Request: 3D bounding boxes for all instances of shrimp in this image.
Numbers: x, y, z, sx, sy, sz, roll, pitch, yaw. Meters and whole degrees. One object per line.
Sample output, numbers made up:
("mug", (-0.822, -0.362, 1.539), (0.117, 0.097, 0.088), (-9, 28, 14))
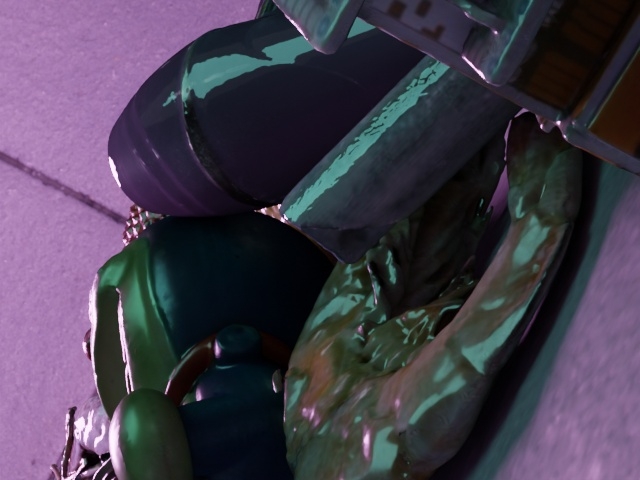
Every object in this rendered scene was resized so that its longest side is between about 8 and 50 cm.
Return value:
("shrimp", (-0.204, 0.235, 1.825), (0.116, 0.145, 0.343), (-64, 2, -28))
("shrimp", (0.074, 0.008, 1.063), (0.247, 0.085, 0.360), (-38, 24, 46))

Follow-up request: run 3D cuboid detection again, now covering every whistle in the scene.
("whistle", (0.103, -0.106, 1.011), (0.312, 0.062, 0.062), (-45, 12, 14))

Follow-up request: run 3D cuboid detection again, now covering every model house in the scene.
("model house", (0.113, -0.164, 0.859), (0.224, 0.215, 0.198), (-60, 7, 19))

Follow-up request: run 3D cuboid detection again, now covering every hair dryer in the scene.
("hair dryer", (0.022, -0.181, 1.239), (0.301, 0.121, 0.361), (-23, 34, 35))

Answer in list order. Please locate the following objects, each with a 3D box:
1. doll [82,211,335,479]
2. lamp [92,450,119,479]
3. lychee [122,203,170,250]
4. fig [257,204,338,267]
("doll", (-0.060, 0.097, 1.236), (0.322, 0.186, 0.198), (-108, 12, -55))
("lamp", (-0.110, 0.235, 1.320), (0.203, 0.124, 0.283), (-45, 19, 33))
("lychee", (-0.102, 0.015, 1.798), (0.194, 0.194, 0.194), (-60, 8, 15))
("fig", (0.000, 0.000, 1.437), (0.149, 0.149, 0.245), (155, 120, -77))
